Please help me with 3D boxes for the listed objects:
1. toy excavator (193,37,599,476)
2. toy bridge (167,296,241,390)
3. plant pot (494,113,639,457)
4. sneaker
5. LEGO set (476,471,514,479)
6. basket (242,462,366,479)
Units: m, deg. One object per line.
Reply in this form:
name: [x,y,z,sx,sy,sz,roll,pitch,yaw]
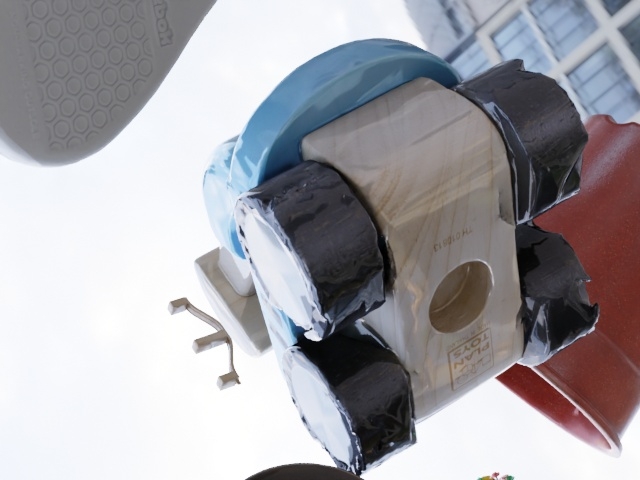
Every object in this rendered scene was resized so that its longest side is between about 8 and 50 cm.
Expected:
toy excavator: [0.000,0.000,0.928,0.445,0.222,0.433,42,154,45]
toy bridge: [-0.178,0.164,1.782,0.063,0.026,0.188,-17,-125,-33]
plant pot: [0.273,0.033,1.122,0.272,0.265,0.272,39,174,5]
sneaker: [-0.084,-0.150,0.479,0.295,0.147,0.104,-53,-49,-28]
LEGO set: [0.219,0.329,1.273,0.107,0.132,0.287,60,-162,-18]
basket: [-0.008,0.224,0.670,0.227,0.154,0.204,88,158,-64]
